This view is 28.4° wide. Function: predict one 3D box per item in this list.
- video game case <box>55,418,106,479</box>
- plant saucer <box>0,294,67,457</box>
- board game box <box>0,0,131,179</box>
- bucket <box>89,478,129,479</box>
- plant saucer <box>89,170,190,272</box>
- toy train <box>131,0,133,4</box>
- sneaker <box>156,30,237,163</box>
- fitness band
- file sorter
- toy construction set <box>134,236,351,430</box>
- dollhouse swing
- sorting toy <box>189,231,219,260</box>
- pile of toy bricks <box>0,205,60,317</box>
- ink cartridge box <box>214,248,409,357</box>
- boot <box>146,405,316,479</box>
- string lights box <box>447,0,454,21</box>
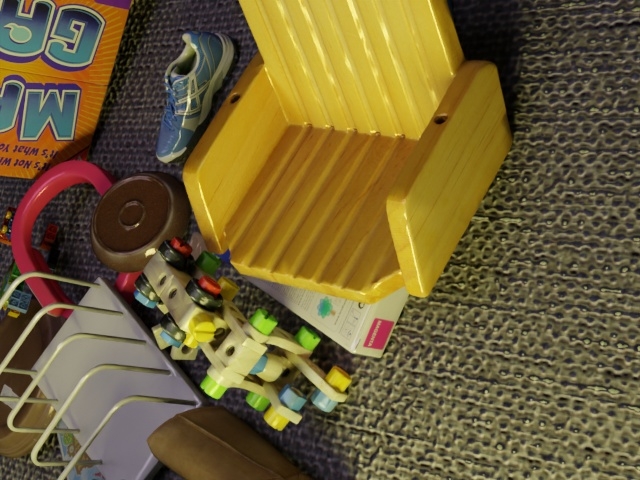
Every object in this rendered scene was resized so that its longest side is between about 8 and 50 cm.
[{"bbox_3d":[-0.333,0.269,1.907,0.193,0.023,0.212,-44,50,29],"label":"video game case"},{"bbox_3d":[-0.484,0.213,2.054,0.278,0.041,0.278,-25,55,42],"label":"plant saucer"},{"bbox_3d":[-0.578,-0.338,2.077,0.356,0.356,0.356,38,115,46],"label":"board game box"},{"bbox_3d":[-0.204,0.430,1.542,0.281,0.281,0.183,26,98,48],"label":"bucket"},{"bbox_3d":[-0.274,-0.034,1.882,0.168,0.029,0.168,-9,63,18],"label":"plant saucer"},{"bbox_3d":[-0.324,-0.446,2.102,0.166,0.046,0.125,-12,70,45],"label":"toy train"},{"bbox_3d":[-0.203,-0.216,1.874,0.080,0.081,0.211,34,105,45],"label":"sneaker"},{"bbox_3d":[-0.372,0.002,1.973,0.209,0.054,0.291,-45,55,7],"label":"fitness band"},{"bbox_3d":[-0.336,0.201,1.765,0.278,0.173,0.193,45,106,30],"label":"file sorter"},{"bbox_3d":[-0.122,0.110,1.606,0.327,0.215,0.151,23,84,53],"label":"toy construction set"},{"bbox_3d":[-0.016,-0.156,1.430,0.347,0.305,0.315,12,62,40],"label":"dollhouse swing"},{"bbox_3d":[-0.169,0.026,1.813,0.083,0.012,0.062,25,92,51],"label":"sorting toy"},{"bbox_3d":[-0.506,0.059,2.081,0.105,0.118,0.212,-51,25,47],"label":"pile of toy bricks"},{"bbox_3d":[0.000,0.000,1.603,0.311,0.065,0.186,30,100,44],"label":"ink cartridge box"},{"bbox_3d":[-0.128,0.299,1.534,0.269,0.236,0.089,26,111,45],"label":"boot"},{"bbox_3d":[0.087,-0.332,1.600,0.133,0.077,0.260,-25,61,41],"label":"string lights box"}]
